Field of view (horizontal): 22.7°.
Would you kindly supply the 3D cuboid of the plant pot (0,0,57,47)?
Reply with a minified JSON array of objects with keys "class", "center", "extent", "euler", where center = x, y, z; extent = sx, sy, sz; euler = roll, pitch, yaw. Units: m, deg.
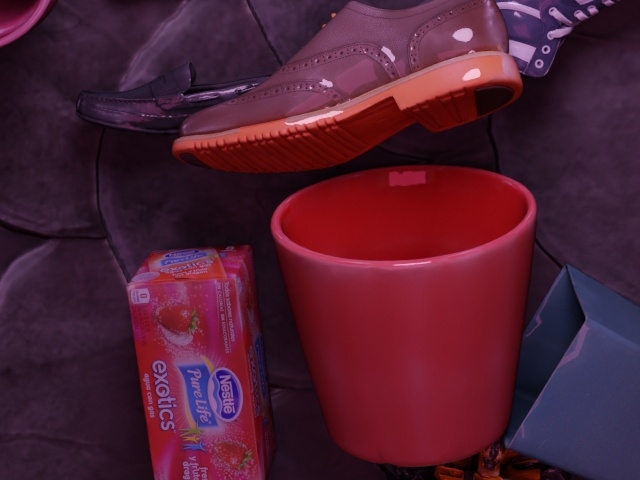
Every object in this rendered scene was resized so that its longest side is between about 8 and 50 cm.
[{"class":"plant pot","center":[-0.338,-0.301,1.607],"extent":[0.201,0.180,0.201],"euler":[2,106,6]}]

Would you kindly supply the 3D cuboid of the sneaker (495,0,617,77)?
[{"class":"sneaker","center":[0.271,-0.247,1.601],"extent":[0.282,0.099,0.153],"euler":[-4,102,14]}]

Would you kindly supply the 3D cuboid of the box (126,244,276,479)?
[{"class":"box","center":[-0.126,0.144,1.746],"extent":[0.122,0.128,0.257],"euler":[-4,106,7]}]

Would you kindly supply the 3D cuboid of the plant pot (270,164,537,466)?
[{"class":"plant pot","center":[0.093,0.079,1.626],"extent":[0.274,0.275,0.243],"euler":[-3,112,7]}]

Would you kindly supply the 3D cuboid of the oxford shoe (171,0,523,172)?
[{"class":"oxford shoe","center":[0.017,-0.159,1.608],"extent":[0.363,0.130,0.133],"euler":[-14,74,13]}]

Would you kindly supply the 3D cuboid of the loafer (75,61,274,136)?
[{"class":"loafer","center":[-0.147,-0.151,1.690],"extent":[0.223,0.076,0.078],"euler":[3,106,-1]}]

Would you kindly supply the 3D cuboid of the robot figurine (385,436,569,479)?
[{"class":"robot figurine","center":[0.164,0.323,1.748],"extent":[0.211,0.085,0.291],"euler":[11,133,2]}]

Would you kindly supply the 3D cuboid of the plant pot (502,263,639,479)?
[{"class":"plant pot","center":[0.330,0.171,1.694],"extent":[0.234,0.165,0.166],"euler":[27,108,-8]}]
